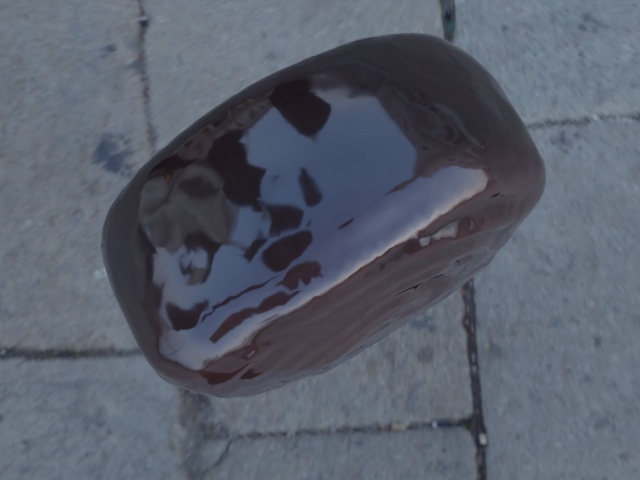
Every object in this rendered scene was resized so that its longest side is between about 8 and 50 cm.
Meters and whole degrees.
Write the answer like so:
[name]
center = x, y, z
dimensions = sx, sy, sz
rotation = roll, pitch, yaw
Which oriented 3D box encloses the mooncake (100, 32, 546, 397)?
[mooncake]
center = 0.000, 0.000, 1.052
dimensions = 0.325, 0.334, 0.174
rotation = -24, 69, -18
